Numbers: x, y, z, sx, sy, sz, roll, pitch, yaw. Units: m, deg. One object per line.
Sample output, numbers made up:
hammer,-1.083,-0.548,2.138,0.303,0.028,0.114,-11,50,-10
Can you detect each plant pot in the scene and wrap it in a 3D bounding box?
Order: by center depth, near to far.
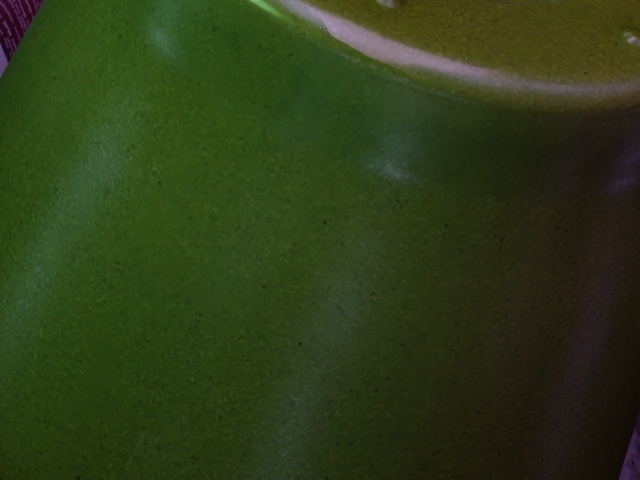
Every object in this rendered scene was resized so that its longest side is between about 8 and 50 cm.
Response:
plant pot,0.000,0.000,0.792,0.367,0.353,0.366,13,38,-11

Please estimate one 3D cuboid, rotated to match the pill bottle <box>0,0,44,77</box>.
pill bottle,-0.204,-0.099,0.930,0.121,0.121,0.221,18,34,-4
